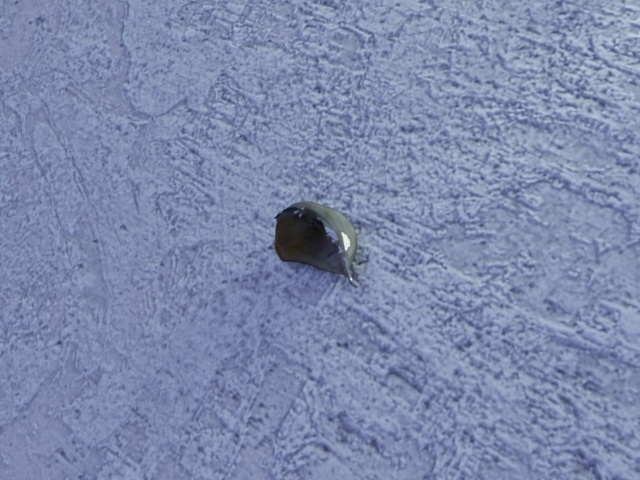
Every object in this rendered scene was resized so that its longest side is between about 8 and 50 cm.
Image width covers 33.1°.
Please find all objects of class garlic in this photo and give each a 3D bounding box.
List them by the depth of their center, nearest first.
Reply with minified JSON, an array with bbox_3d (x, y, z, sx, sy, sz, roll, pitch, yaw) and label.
[{"bbox_3d":[0.005,-0.002,1.313,0.152,0.066,0.084,15,105,39],"label":"garlic"}]
